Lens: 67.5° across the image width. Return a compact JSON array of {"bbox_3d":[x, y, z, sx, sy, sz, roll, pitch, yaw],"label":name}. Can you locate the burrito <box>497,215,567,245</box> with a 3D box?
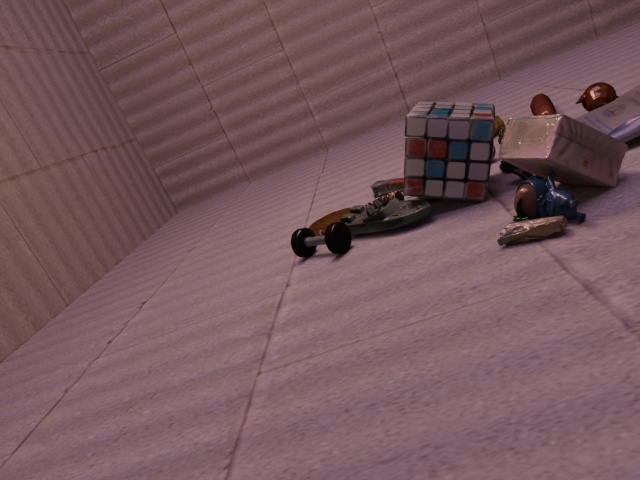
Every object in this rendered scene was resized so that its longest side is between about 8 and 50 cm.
[{"bbox_3d":[0.479,-0.024,1.087,0.149,0.041,0.055,-14,33,30],"label":"burrito"}]

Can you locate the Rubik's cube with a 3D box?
[{"bbox_3d":[0.398,-0.286,1.497,0.259,0.253,0.256,7,26,14],"label":"Rubik's cube"}]

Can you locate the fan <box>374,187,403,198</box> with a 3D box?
[{"bbox_3d":[0.277,-0.182,1.776,0.193,0.016,0.038,-15,-9,-33],"label":"fan"}]

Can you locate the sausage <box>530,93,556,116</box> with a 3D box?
[{"bbox_3d":[0.923,-0.550,1.991,0.088,0.088,0.433,-16,19,24],"label":"sausage"}]

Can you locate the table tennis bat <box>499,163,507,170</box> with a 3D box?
[{"bbox_3d":[0.657,-0.247,1.550,0.150,0.027,0.236,-15,17,26],"label":"table tennis bat"}]

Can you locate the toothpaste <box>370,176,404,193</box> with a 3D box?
[{"bbox_3d":[0.280,-0.213,1.907,0.070,0.044,0.193,-36,21,-30],"label":"toothpaste"}]

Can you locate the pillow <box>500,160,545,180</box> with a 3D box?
[{"bbox_3d":[0.614,-0.214,1.411,0.090,0.048,0.150,-41,42,4],"label":"pillow"}]

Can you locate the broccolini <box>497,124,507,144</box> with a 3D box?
[{"bbox_3d":[0.751,-0.352,1.704,0.074,0.078,0.392,-14,24,-5],"label":"broccolini"}]

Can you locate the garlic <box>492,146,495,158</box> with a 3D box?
[{"bbox_3d":[0.589,-0.317,1.754,0.074,0.094,0.113,15,-21,-42],"label":"garlic"}]

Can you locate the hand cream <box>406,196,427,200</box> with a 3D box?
[{"bbox_3d":[0.396,-0.221,1.713,0.140,0.089,0.314,-9,27,27],"label":"hand cream"}]

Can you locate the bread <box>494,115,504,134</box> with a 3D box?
[{"bbox_3d":[0.663,-0.440,2.025,0.367,0.084,0.077,-34,-23,-32],"label":"bread"}]

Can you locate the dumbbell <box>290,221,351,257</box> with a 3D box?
[{"bbox_3d":[0.000,0.000,1.551,0.191,0.100,0.100,-9,23,43],"label":"dumbbell"}]

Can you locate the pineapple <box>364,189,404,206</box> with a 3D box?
[{"bbox_3d":[0.222,-0.129,1.703,0.159,0.074,0.074,-18,16,46],"label":"pineapple"}]

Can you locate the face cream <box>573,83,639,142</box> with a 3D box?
[{"bbox_3d":[0.845,-0.333,1.420,0.420,0.137,0.234,-27,30,17],"label":"face cream"}]

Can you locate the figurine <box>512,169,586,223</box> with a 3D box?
[{"bbox_3d":[0.518,-0.086,1.125,0.144,0.114,0.178,-26,26,-14],"label":"figurine"}]

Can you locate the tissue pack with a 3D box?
[{"bbox_3d":[0.600,-0.221,1.199,0.225,0.124,0.185,16,3,-20],"label":"tissue pack"}]

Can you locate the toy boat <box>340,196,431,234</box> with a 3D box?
[{"bbox_3d":[0.214,-0.086,1.534,0.320,0.092,0.141,-6,27,43],"label":"toy boat"}]

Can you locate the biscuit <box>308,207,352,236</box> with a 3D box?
[{"bbox_3d":[0.054,-0.060,1.752,0.226,0.042,0.226,-20,18,7],"label":"biscuit"}]

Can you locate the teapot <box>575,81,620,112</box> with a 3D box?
[{"bbox_3d":[1.006,-0.500,1.719,0.173,0.116,0.116,9,26,11],"label":"teapot"}]
